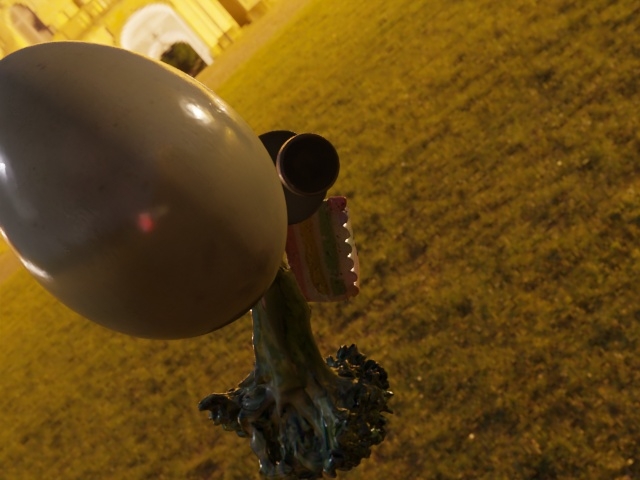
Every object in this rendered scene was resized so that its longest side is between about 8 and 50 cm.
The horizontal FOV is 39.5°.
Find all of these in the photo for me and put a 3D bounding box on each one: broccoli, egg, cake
[{"bbox_3d":[-0.051,0.144,1.011,0.198,0.275,0.177,-25,18,34],"label":"broccoli"},{"bbox_3d":[-0.140,-0.039,0.653,0.188,0.253,0.188,-46,6,6],"label":"egg"},{"bbox_3d":[0.000,0.018,1.404,0.109,0.225,0.090,-5,58,7],"label":"cake"}]

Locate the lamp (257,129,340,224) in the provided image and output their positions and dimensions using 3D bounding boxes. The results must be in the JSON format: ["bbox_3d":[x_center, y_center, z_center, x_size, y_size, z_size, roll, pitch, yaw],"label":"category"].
[{"bbox_3d":[-0.041,-0.079,1.097,0.121,0.121,0.214,-45,12,-14],"label":"lamp"}]
